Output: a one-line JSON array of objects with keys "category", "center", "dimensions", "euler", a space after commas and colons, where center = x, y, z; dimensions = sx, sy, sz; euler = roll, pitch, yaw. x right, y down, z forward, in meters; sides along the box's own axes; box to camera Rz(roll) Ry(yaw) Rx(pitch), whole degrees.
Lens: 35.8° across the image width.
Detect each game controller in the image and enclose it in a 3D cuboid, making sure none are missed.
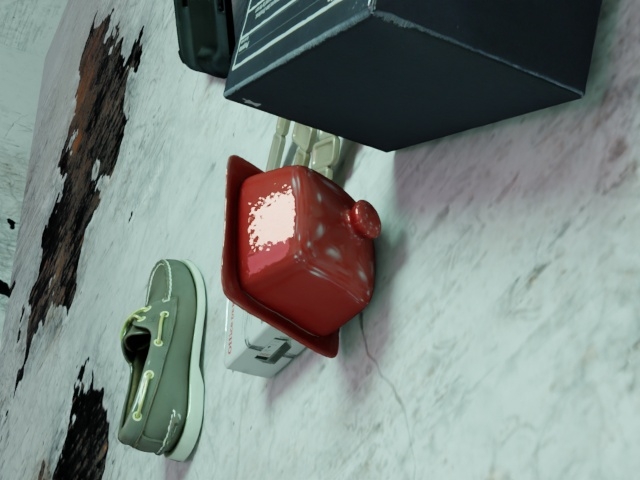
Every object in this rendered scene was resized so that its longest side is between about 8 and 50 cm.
[{"category": "game controller", "center": [-0.174, -0.400, 1.452], "dimensions": [0.166, 0.067, 0.319], "euler": [23, 123, 51]}]

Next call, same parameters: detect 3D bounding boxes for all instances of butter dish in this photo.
[{"category": "butter dish", "center": [0.000, 0.000, 0.874], "dimensions": [0.118, 0.160, 0.160], "euler": [-24, 49, 30]}]

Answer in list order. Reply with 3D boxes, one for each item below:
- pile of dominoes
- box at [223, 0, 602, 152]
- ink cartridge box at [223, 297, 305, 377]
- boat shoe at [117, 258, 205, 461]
[{"category": "pile of dominoes", "center": [-0.003, -0.104, 1.078], "dimensions": [0.196, 0.040, 0.251], "euler": [-135, 56, -63]}, {"category": "box", "center": [0.078, -0.245, 0.781], "dimensions": [0.296, 0.182, 0.294], "euler": [-6, 68, 66]}, {"category": "ink cartridge box", "center": [-0.043, 0.065, 0.999], "dimensions": [0.135, 0.056, 0.099], "euler": [-45, 36, 46]}, {"category": "boat shoe", "center": [-0.207, 0.135, 1.267], "dimensions": [0.109, 0.091, 0.305], "euler": [-53, 31, 38]}]
